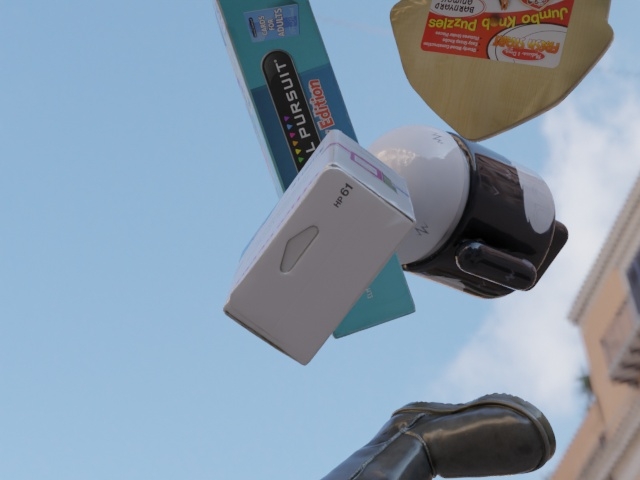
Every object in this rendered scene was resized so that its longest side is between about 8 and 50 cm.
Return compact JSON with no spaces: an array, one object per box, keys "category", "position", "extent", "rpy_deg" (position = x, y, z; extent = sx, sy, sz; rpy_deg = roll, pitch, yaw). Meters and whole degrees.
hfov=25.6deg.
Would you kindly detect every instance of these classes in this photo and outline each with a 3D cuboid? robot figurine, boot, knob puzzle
[{"category":"robot figurine","position":[0.158,-0.028,1.646],"extent":[0.278,0.174,0.209],"rpy_deg":[20,-18,-37]},{"category":"boot","position":[0.062,0.200,1.120],"extent":[0.189,0.076,0.208],"rpy_deg":[-14,10,47]},{"category":"knob puzzle","position":[0.148,-0.172,1.150],"extent":[0.213,0.213,0.030],"rpy_deg":[-23,-21,18]}]

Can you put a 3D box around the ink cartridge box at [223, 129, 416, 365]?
[{"category":"ink cartridge box","position":[0.000,0.000,0.700],"extent":[0.052,0.122,0.088],"rpy_deg":[36,-80,-5]}]

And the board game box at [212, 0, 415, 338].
[{"category":"board game box","position":[-0.013,-0.083,1.305],"extent":[0.079,0.336,0.254],"rpy_deg":[-19,-1,-2]}]
